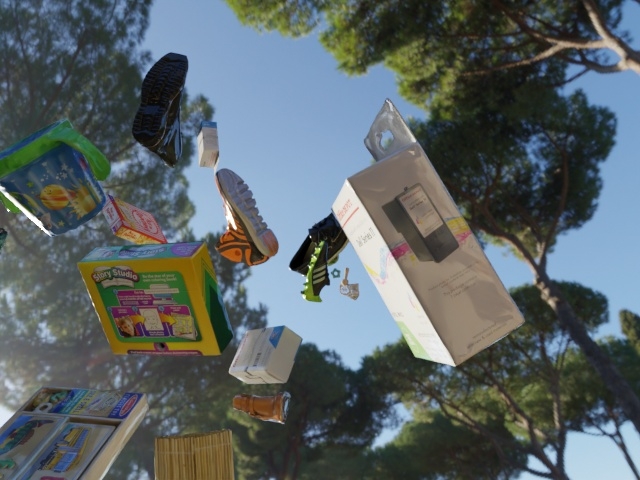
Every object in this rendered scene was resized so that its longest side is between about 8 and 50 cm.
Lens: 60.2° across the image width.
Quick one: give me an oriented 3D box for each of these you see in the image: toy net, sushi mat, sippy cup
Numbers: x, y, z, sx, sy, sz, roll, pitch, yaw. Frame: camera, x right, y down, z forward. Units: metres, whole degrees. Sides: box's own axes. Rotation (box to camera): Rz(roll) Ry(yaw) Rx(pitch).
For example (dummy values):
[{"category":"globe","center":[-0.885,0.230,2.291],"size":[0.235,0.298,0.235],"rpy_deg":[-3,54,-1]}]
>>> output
[{"category":"toy net","center":[0.064,0.146,2.187],"size":[0.122,0.232,0.045],"rpy_deg":[-34,-5,14]},{"category":"sushi mat","center":[-0.225,0.513,1.004],"size":[0.151,0.317,0.019],"rpy_deg":[-5,-8,2]},{"category":"sippy cup","center":[-0.650,-0.141,1.341],"size":[0.240,0.305,0.224],"rpy_deg":[-40,-61,-21]}]

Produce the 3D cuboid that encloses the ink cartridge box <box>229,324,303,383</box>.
[{"category":"ink cartridge box","center":[-0.166,0.345,1.658],"size":[0.086,0.148,0.203],"rpy_deg":[38,-33,-27]}]

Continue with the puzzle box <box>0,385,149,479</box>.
[{"category":"puzzle box","center":[-0.560,0.444,1.106],"size":[0.272,0.409,0.052],"rpy_deg":[1,-67,10]}]

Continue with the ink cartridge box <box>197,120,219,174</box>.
[{"category":"ink cartridge box","center":[-0.195,-0.160,0.957],"size":[0.028,0.083,0.048],"rpy_deg":[2,-33,-21]}]

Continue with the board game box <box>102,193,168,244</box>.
[{"category":"board game box","center":[-0.572,-0.050,1.695],"size":[0.045,0.147,0.193],"rpy_deg":[-43,-31,9]}]

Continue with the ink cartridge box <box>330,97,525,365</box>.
[{"category":"ink cartridge box","center":[0.122,-0.005,0.813],"size":[0.119,0.354,0.207],"rpy_deg":[-29,-5,-9]}]

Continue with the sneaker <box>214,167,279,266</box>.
[{"category":"sneaker","center":[-0.280,-0.057,1.742],"size":[0.180,0.321,0.124],"rpy_deg":[-28,0,30]}]

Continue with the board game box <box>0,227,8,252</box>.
[{"category":"board game box","center":[-0.852,0.056,1.349],"size":[0.186,0.026,0.126],"rpy_deg":[-55,-14,24]}]

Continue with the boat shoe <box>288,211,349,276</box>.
[{"category":"boat shoe","center":[-0.001,-0.003,1.844],"size":[0.113,0.127,0.340],"rpy_deg":[12,-44,-31]}]

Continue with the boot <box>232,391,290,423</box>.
[{"category":"boot","center":[-0.164,0.448,1.504],"size":[0.152,0.073,0.197],"rpy_deg":[15,-34,3]}]

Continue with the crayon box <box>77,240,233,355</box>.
[{"category":"crayon box","center":[-0.461,0.168,1.562],"size":[0.362,0.106,0.313],"rpy_deg":[-3,-66,18]}]

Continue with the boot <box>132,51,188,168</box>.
[{"category":"boot","center":[-0.299,-0.254,1.094],"size":[0.076,0.198,0.137],"rpy_deg":[17,-14,12]}]

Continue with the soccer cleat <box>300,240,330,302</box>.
[{"category":"soccer cleat","center":[-0.001,0.091,1.589],"size":[0.072,0.060,0.179],"rpy_deg":[18,-93,-14]}]
